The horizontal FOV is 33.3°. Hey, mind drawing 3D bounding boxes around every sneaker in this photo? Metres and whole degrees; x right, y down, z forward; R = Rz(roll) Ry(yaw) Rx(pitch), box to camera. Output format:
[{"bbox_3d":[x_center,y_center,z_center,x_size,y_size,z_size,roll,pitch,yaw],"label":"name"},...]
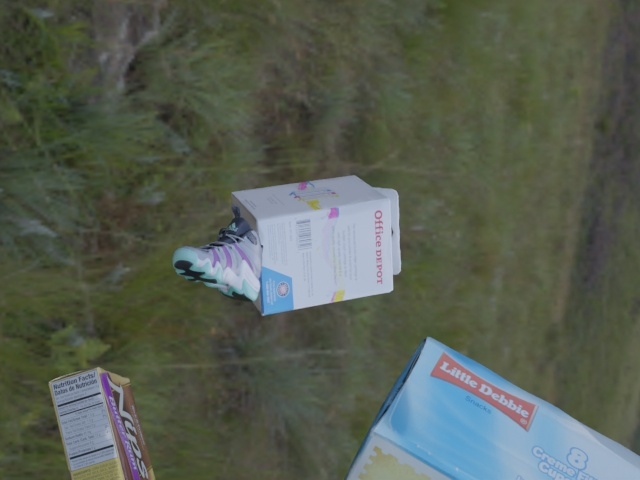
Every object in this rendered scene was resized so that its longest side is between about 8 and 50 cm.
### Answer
[{"bbox_3d":[-0.076,0.002,0.826,0.098,0.038,0.069,36,63,-58],"label":"sneaker"}]

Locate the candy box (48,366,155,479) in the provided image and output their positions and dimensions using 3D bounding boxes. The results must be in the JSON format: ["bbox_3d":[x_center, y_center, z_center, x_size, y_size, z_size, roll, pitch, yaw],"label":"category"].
[{"bbox_3d":[-0.189,0.215,0.980,0.109,0.053,0.186,67,7,-75],"label":"candy box"}]

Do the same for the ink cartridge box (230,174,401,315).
[{"bbox_3d":[0.000,0.000,0.979,0.090,0.143,0.092,-138,-138,-63],"label":"ink cartridge box"}]

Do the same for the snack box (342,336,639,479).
[{"bbox_3d":[0.061,0.203,0.458,0.060,0.187,0.322,-51,168,-48],"label":"snack box"}]
